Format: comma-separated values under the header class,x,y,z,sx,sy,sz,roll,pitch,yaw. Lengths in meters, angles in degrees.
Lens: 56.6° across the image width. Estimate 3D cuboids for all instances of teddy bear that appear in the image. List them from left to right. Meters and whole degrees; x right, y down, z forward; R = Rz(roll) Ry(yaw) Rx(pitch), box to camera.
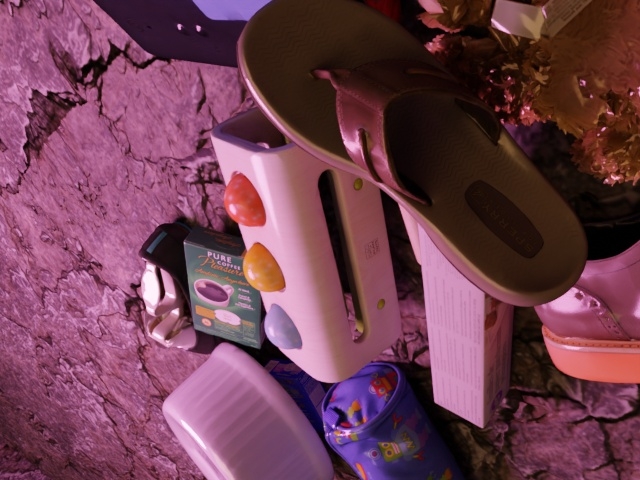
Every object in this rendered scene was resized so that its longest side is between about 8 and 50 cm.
class,x,y,z,sx,sy,sz,roll,pitch,yaw
teddy bear,0.197,-0.141,0.376,0.338,0.113,0.245,-4,114,51

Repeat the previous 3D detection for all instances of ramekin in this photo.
class,x,y,z,sx,sy,sz,roll,pitch,yaw
ramekin,-0.121,0.309,0.921,0.277,0.135,0.277,38,151,26

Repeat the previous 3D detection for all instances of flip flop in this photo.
class,x,y,z,sx,sy,sz,roll,pitch,yaw
flip flop,0.065,-0.064,0.385,0.277,0.112,0.080,44,178,3

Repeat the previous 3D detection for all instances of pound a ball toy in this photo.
class,x,y,z,sx,sy,sz,roll,pitch,yaw
pound a ball toy,0.000,0.000,0.573,0.208,0.135,0.319,29,141,47

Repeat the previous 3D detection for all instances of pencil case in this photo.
class,x,y,z,sx,sy,sz,roll,pitch,yaw
pencil case,0.113,0.311,0.783,0.306,0.133,0.119,61,160,-16

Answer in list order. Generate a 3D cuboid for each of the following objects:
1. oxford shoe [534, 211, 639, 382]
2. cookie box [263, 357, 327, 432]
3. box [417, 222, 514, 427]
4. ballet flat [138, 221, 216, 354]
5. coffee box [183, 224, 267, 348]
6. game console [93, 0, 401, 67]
class,x,y,z,sx,sy,sz,roll,pitch,yaw
oxford shoe,0.299,0.012,0.388,0.363,0.130,0.133,-18,102,45
cookie box,-0.034,0.237,0.911,0.092,0.040,0.107,-5,119,44
box,0.142,0.061,0.563,0.067,0.063,0.324,23,144,35
ballet flat,-0.231,0.098,0.920,0.095,0.096,0.280,18,133,25
coffee box,-0.128,0.070,0.837,0.113,0.040,0.184,14,133,12
game console,-0.139,-0.254,0.438,0.342,0.060,0.386,12,163,31
